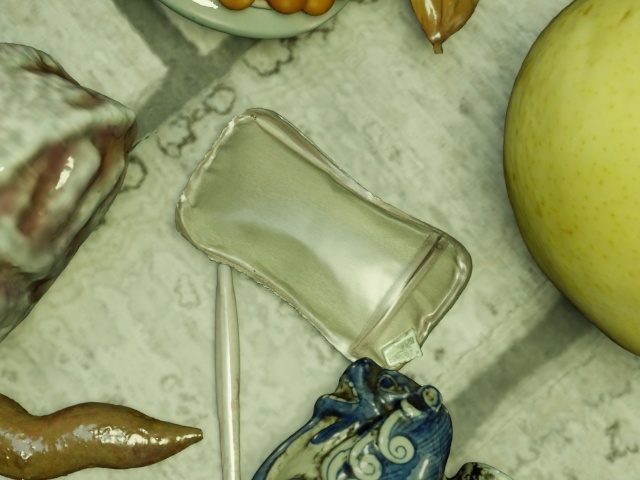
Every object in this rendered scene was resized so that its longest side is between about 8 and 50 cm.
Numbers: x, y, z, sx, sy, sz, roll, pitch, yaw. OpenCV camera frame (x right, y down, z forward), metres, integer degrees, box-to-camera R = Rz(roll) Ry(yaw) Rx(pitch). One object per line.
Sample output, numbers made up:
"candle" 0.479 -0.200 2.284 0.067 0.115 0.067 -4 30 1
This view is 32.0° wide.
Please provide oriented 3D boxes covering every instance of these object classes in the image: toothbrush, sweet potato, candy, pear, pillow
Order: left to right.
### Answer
"candy" -0.262 -0.011 0.798 0.157 0.214 0.289 39 86 10
"sweet potato" -0.198 0.152 0.846 0.218 0.051 0.065 4 77 3
"toothbrush" -0.065 0.167 0.853 0.029 0.025 0.307 -1 79 -7
"pillow" 0.000 0.000 0.876 0.232 0.038 0.131 34 80 7
"pear" 0.276 -0.051 0.755 0.309 0.309 0.309 0 79 2

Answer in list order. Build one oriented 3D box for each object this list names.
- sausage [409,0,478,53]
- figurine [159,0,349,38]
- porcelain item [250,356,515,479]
"sausage" 0.117 -0.296 0.895 0.112 0.112 0.328 14 79 4
"figurine" -0.022 -0.342 0.808 0.224 0.382 0.205 13 36 -15
"porcelain item" 0.088 0.223 0.794 0.288 0.138 0.186 31 68 12
